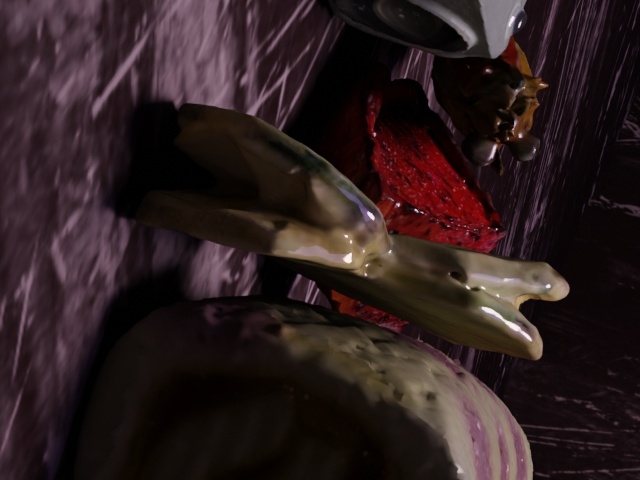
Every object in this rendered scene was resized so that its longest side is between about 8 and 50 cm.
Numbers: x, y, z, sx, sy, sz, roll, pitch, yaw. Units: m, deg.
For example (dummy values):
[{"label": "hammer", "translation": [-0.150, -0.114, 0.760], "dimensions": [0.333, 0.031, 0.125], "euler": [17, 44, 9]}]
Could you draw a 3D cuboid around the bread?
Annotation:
[{"label": "bread", "translation": [0.006, 0.116, 0.930], "dimensions": [0.155, 0.187, 0.338], "euler": [-64, 166, 0]}]

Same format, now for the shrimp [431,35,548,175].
[{"label": "shrimp", "translation": [0.097, -0.126, 1.076], "dimensions": [0.294, 0.062, 0.154], "euler": [-98, 179, -62]}]

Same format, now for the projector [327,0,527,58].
[{"label": "projector", "translation": [0.072, -0.217, 0.878], "dimensions": [0.250, 0.108, 0.198], "euler": [58, 54, -75]}]

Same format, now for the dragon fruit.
[{"label": "dragon fruit", "translation": [0.020, -0.024, 1.042], "dimensions": [0.127, 0.120, 0.161], "euler": [-43, 155, 19]}]

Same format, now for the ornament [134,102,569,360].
[{"label": "ornament", "translation": [0.000, 0.000, 0.833], "dimensions": [0.180, 0.201, 0.059], "euler": [8, -104, 58]}]
